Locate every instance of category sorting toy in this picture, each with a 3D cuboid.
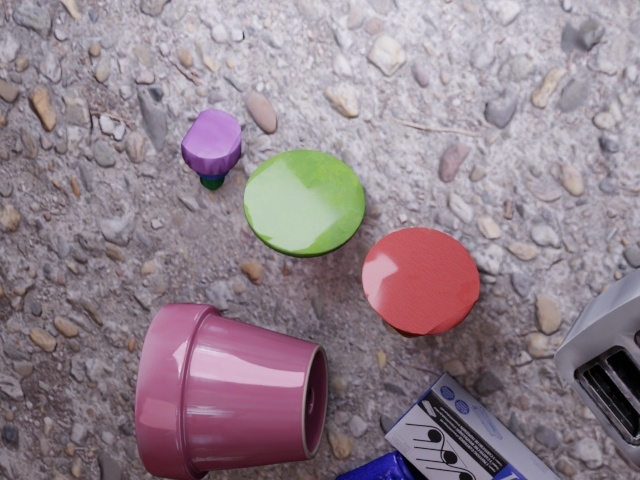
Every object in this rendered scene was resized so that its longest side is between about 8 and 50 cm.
[{"bbox_3d":[0.000,0.000,1.429,0.365,0.127,0.126,34,154,15],"label":"sorting toy"}]

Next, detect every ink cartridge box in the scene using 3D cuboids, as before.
[{"bbox_3d":[0.178,0.249,1.455,0.207,0.046,0.097,43,127,6],"label":"ink cartridge box"}]

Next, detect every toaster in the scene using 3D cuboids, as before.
[{"bbox_3d":[0.332,0.102,1.260,0.168,0.110,0.186,-38,90,36],"label":"toaster"}]

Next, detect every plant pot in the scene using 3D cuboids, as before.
[{"bbox_3d":[-0.091,0.174,1.498,0.180,0.201,0.201,4,115,12],"label":"plant pot"}]

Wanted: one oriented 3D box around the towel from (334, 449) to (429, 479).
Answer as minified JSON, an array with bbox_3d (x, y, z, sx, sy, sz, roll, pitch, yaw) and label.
[{"bbox_3d":[0.042,0.395,1.583,0.308,0.076,0.228,-32,94,36],"label":"towel"}]
